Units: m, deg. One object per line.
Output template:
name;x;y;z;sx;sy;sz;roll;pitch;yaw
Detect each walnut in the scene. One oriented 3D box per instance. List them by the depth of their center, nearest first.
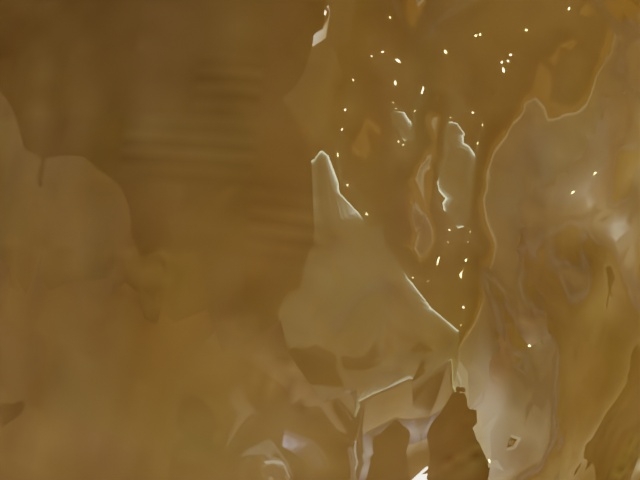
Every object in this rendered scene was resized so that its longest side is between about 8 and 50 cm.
walnut;0.000;0.000;0.528;0.381;0.381;0.381;39;-43;49
